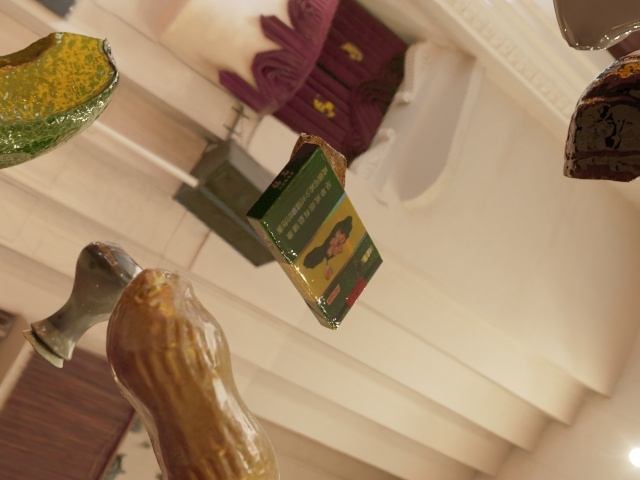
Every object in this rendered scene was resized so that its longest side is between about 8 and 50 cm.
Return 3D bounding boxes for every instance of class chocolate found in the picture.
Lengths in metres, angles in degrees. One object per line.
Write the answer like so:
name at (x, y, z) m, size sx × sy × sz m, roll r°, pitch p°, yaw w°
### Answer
chocolate at (-0.146, 0.179, 0.816) m, size 0.134 × 0.134 × 0.309 m, roll -31°, pitch -101°, yaw 38°

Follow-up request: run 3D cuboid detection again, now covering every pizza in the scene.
pizza at (-0.008, -0.104, 1.253) m, size 0.036 × 0.099 × 0.160 m, roll 163°, pitch -71°, yaw -75°

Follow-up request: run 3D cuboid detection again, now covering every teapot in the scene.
teapot at (-0.461, 0.129, 1.473) m, size 0.251 × 0.183 × 0.183 m, roll -46°, pitch -151°, yaw -11°

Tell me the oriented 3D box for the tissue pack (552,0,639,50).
tissue pack at (0.550, -0.451, 1.182) m, size 0.333 × 0.236 × 0.229 m, roll 2°, pitch -150°, yaw 31°

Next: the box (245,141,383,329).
box at (0.000, 0.000, 0.966) m, size 0.034 × 0.235 × 0.132 m, roll 16°, pitch -120°, yaw 40°

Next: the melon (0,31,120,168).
melon at (-0.486, -0.213, 1.136) m, size 0.331 × 0.344 × 0.226 m, roll 179°, pitch -92°, yaw -72°

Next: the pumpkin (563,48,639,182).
pumpkin at (0.290, -0.111, 0.627) m, size 0.119 × 0.184 × 0.107 m, roll 2°, pitch -80°, yaw 59°
